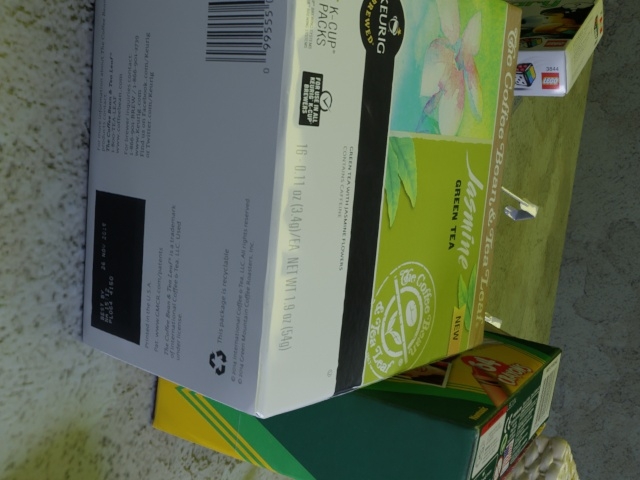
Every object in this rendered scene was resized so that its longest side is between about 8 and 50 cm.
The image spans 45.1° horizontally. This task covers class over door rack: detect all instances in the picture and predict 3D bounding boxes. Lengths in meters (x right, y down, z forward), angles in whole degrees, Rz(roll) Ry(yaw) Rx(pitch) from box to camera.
[{"bbox_3d":[0.234,-0.019,1.221,0.324,0.108,0.240,33,72,-36],"label":"over door rack"}]

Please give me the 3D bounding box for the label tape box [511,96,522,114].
[{"bbox_3d":[0.273,-0.255,1.343,0.241,0.105,0.334,-48,138,-46],"label":"label tape box"}]

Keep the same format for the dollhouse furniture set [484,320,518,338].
[{"bbox_3d":[0.153,0.214,1.123,0.212,0.161,0.242,-11,127,-62],"label":"dollhouse furniture set"}]

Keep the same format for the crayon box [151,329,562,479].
[{"bbox_3d":[0.060,0.152,0.824,0.363,0.313,0.106,-5,106,-63],"label":"crayon box"}]

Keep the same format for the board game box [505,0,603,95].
[{"bbox_3d":[0.152,-0.227,0.894,0.193,0.305,0.053,-48,137,-48],"label":"board game box"}]

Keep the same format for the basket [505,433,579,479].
[{"bbox_3d":[0.250,0.487,1.290,0.331,0.328,0.266,-60,144,-34],"label":"basket"}]

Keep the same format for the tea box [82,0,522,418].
[{"bbox_3d":[-0.007,-0.063,0.672,0.323,0.220,0.329,-7,105,-50],"label":"tea box"}]
